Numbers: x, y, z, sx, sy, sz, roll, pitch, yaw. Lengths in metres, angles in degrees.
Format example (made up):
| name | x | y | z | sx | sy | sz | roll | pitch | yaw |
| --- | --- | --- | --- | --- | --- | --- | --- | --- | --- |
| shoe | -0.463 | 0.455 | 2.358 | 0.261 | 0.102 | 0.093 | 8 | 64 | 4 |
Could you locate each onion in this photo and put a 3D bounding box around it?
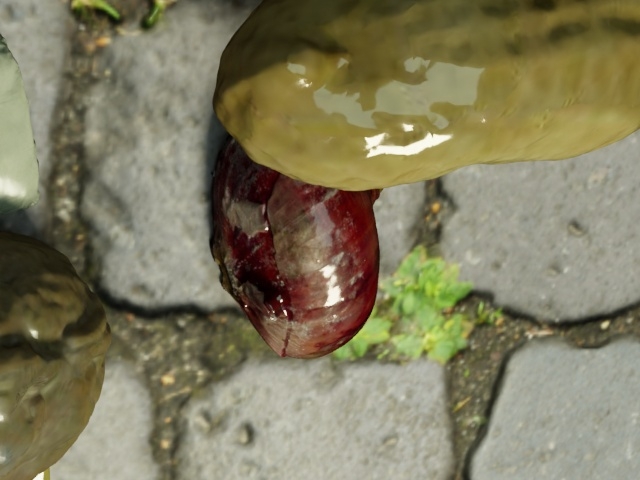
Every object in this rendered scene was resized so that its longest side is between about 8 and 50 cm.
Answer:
| name | x | y | z | sx | sy | sz | roll | pitch | yaw |
| --- | --- | --- | --- | --- | --- | --- | --- | --- | --- |
| onion | 0.000 | 0.000 | 1.037 | 0.151 | 0.098 | 0.206 | -28 | 121 | -14 |

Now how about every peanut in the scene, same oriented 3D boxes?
| name | x | y | z | sx | sy | sz | roll | pitch | yaw |
| --- | --- | --- | --- | --- | --- | --- | --- | --- | --- |
| peanut | 0.098 | -0.132 | 0.973 | 0.387 | 0.192 | 0.170 | -11 | 97 | -33 |

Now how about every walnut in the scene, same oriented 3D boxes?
| name | x | y | z | sx | sy | sz | roll | pitch | yaw |
| --- | --- | --- | --- | --- | --- | --- | --- | --- | --- |
| walnut | -0.231 | 0.083 | 0.896 | 0.230 | 0.178 | 0.178 | -30 | 128 | -52 |

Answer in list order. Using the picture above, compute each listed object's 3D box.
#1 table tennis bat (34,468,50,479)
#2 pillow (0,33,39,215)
| name | x | y | z | sx | sy | sz | roll | pitch | yaw |
| --- | --- | --- | --- | --- | --- | --- | --- | --- | --- |
| table tennis bat | -0.317 | 0.242 | 1.000 | 0.198 | 0.050 | 0.321 | 18 | 97 | -33 |
| pillow | -0.295 | -0.047 | 0.883 | 0.229 | 0.051 | 0.128 | -21 | 115 | -20 |
